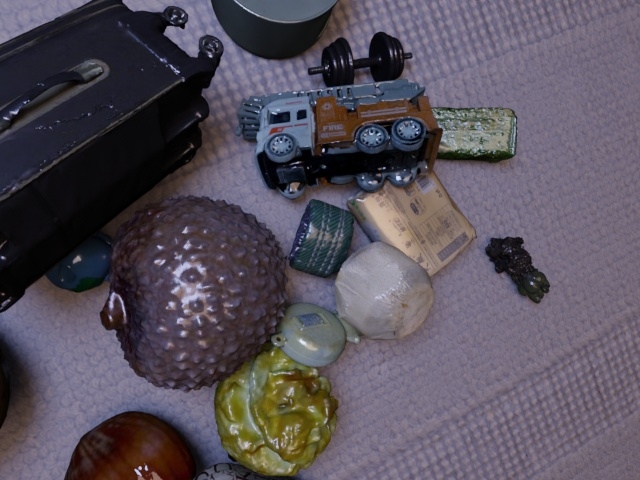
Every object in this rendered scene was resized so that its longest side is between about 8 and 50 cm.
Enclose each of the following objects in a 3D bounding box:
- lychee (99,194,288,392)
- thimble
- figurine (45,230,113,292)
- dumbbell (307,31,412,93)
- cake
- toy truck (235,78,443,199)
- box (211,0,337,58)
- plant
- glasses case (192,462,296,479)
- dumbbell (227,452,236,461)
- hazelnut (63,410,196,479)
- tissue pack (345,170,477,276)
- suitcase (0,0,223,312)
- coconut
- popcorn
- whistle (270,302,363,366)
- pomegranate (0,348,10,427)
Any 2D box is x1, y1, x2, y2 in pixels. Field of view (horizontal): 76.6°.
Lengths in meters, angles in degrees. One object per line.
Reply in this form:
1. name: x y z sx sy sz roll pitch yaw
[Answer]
1. lychee: -0.192 0.079 0.637 0.301 0.300 0.299 0 92 -13
2. thimble: 0.001 -0.002 0.745 0.091 0.118 0.134 19 92 -11
3. figurine: -0.419 0.002 0.671 0.145 0.114 0.178 -13 83 11
4. dumbbell: 0.077 -0.333 0.761 0.209 0.099 0.099 -15 95 -13
5. cake: 0.272 -0.217 0.844 0.236 0.099 0.100 3 92 9
6. toy truck: 0.022 -0.189 0.713 0.339 0.133 0.184 -5 64 3
7. box: -0.077 -0.452 0.696 0.227 0.149 0.225 0 92 -12
8. plant: 0.427 0.058 0.869 0.085 0.087 0.174 -40 96 22
9. glasses case: -0.097 0.487 0.709 0.355 0.085 0.137 42 77 -36
10. dumbbell: -0.161 0.372 0.766 0.036 0.040 0.083 -13 96 -42
11. hazelnut: -0.316 0.400 0.676 0.181 0.181 0.212 39 84 -41
12. tissue pack: 0.180 -0.039 0.800 0.186 0.090 0.222 -38 100 -8
13. suitcase: -0.333 -0.118 0.526 0.194 0.283 0.433 40 60 -6
14. coconut: 0.101 0.085 0.706 0.161 0.162 0.160 -22 126 -34
15. popcorn: -0.081 0.291 0.708 0.204 0.183 0.221 -39 85 -27
16. whistle: 0.021 0.159 0.733 0.258 0.126 0.067 2 124 -42
17. pomegranate: -0.594 0.188 0.529 0.291 0.291 0.322 -16 107 -12
